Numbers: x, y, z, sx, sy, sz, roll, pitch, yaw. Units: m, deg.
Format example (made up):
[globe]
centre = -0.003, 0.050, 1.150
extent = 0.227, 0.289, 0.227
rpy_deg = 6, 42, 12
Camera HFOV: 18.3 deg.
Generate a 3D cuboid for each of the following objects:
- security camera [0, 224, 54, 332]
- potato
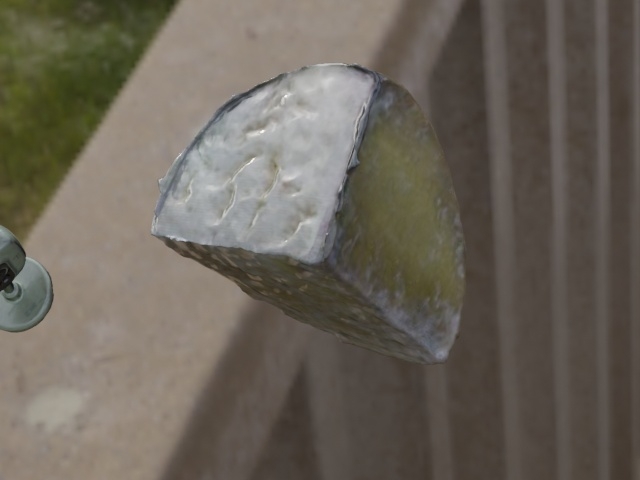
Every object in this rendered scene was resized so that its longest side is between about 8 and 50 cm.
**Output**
[security camera]
centre = -0.215, 0.025, 1.328
extent = 0.058, 0.092, 0.058
rpy_deg = -3, 75, 9
[potato]
centre = 0.015, -0.027, 1.847
extent = 0.211, 0.264, 0.189
rpy_deg = 6, 67, 40
